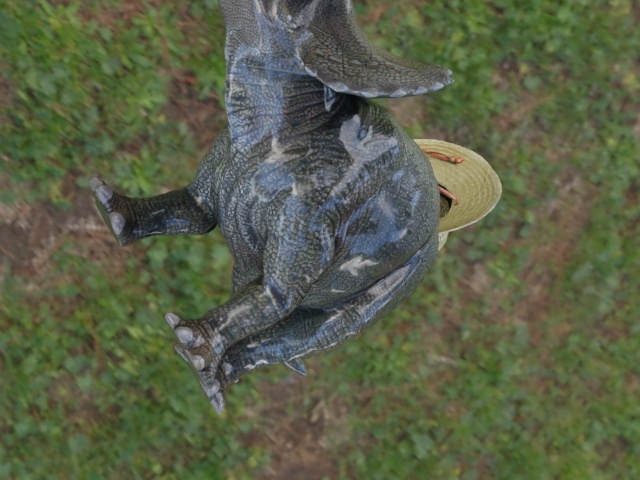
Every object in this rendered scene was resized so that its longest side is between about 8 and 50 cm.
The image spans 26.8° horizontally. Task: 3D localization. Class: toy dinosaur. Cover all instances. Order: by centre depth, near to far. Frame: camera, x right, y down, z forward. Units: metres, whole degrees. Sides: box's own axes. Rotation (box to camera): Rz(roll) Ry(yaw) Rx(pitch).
[{"bbox_3d":[0.000,0.000,0.603,0.160,0.121,0.314,-31,143,-8],"label":"toy dinosaur"}]

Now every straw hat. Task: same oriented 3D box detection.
[{"bbox_3d":[0.072,-0.018,1.035,0.144,0.144,0.061,-21,127,-25],"label":"straw hat"}]
